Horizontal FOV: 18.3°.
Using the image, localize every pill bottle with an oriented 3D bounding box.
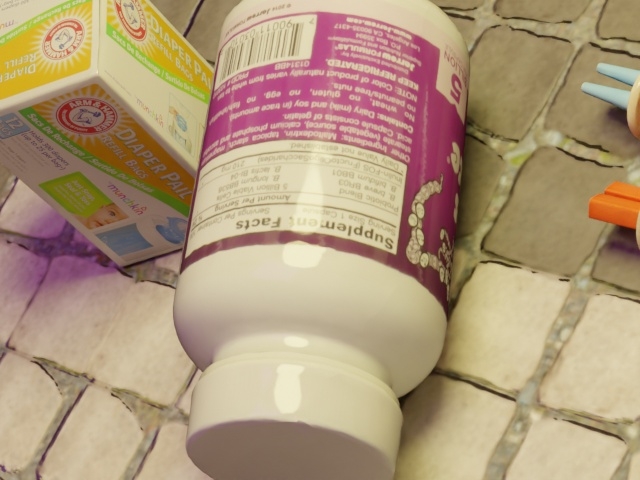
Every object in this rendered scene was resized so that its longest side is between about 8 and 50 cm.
[{"bbox_3d":[0.000,0.000,1.223,0.169,0.169,0.302,-9,58,28],"label":"pill bottle"}]

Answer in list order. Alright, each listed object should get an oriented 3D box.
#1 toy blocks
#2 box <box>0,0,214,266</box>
[{"bbox_3d":[0.208,-0.049,1.198,0.148,0.054,0.123,22,75,39],"label":"toy blocks"},{"bbox_3d":[-0.141,-0.084,1.341,0.114,0.203,0.103,-17,54,22],"label":"box"}]
